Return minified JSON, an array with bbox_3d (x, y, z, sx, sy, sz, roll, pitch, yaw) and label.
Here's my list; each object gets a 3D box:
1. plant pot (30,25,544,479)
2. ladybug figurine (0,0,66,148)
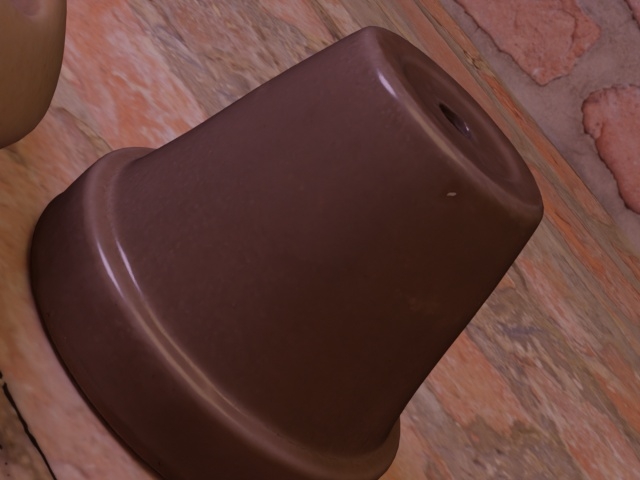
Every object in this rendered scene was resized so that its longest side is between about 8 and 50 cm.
[{"bbox_3d":[0.000,0.000,0.702,0.263,0.229,0.263,40,21,-19],"label":"plant pot"},{"bbox_3d":[-0.251,-0.199,0.594,0.449,0.162,0.305,-103,171,-54],"label":"ladybug figurine"}]
